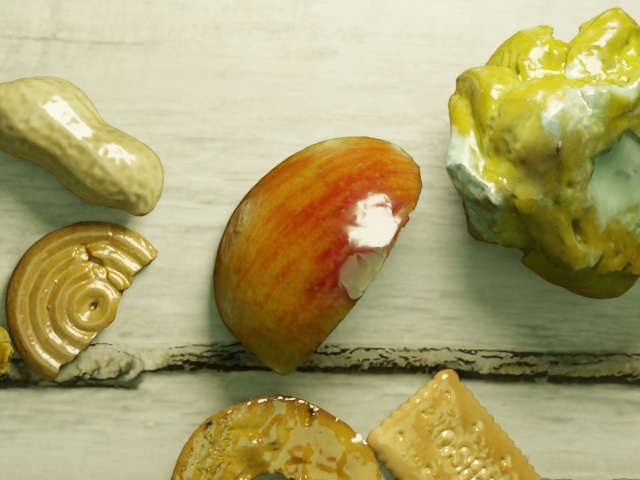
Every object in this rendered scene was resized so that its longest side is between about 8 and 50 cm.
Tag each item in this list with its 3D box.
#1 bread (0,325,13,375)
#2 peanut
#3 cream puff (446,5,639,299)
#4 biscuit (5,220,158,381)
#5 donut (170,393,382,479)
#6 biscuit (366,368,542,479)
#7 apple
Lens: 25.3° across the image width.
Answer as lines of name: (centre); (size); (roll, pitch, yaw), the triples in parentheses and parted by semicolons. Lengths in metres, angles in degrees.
bread: (-0.538, 0.048, 1.791); (0.367, 0.077, 0.084); (41, 81, -6)
peanut: (-0.311, -0.127, 1.817); (0.256, 0.123, 0.124); (30, 84, -9)
cream puff: (0.324, -0.130, 1.856); (0.378, 0.275, 0.378); (-11, 115, -25)
biscuit: (-0.325, 0.059, 1.846); (0.144, 0.033, 0.224); (42, 82, -5)
donut: (-0.062, 0.330, 1.836); (0.277, 0.108, 0.278); (0, 87, -8)
biscuit: (0.193, 0.311, 1.915); (0.160, 0.030, 0.250); (-39, 94, -8)
apple: (0.000, 0.000, 1.839); (0.254, 0.179, 0.346); (30, 82, 30)
